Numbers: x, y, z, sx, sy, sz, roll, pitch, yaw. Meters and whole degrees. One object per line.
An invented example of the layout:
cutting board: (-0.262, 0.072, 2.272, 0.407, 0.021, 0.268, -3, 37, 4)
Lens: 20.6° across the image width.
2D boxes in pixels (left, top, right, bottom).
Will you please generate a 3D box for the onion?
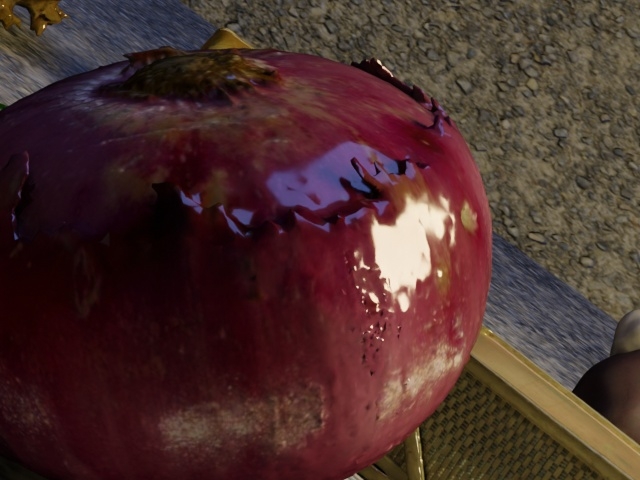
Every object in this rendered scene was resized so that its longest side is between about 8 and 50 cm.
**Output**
onion: (-0.082, 0.035, 1.071, 0.358, 0.345, 0.358, 17, 7, -2)

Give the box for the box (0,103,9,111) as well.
box: (-0.309, -0.097, 1.616, 0.132, 0.034, 0.235, 39, 11, 28)

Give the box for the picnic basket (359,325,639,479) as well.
picnic basket: (0.171, 0.196, 1.480, 0.267, 0.139, 0.165, 38, 10, 17)

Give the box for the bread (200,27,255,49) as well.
bread: (-0.118, -0.150, 2.084, 0.133, 0.179, 0.250, 38, 9, -7)

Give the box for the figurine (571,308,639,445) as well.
figurine: (0.373, 0.255, 1.674, 0.365, 0.206, 0.218, 39, 25, 16)

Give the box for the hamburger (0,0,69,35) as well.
hamburger: (-0.403, -0.403, 2.164, 0.268, 0.287, 0.445, -1, -6, 32)
